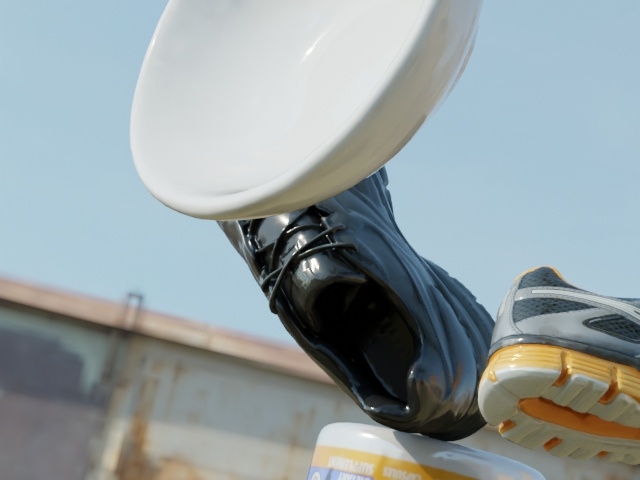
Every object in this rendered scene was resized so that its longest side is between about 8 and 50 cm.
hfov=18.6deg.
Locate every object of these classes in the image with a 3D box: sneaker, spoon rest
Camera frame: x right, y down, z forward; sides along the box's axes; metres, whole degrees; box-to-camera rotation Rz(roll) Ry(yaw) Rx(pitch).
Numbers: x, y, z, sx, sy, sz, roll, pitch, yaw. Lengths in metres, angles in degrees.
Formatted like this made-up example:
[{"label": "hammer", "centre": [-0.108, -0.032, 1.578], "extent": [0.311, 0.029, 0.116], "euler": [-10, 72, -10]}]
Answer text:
[{"label": "sneaker", "centre": [0.000, 0.000, 1.181], "extent": [0.286, 0.109, 0.130], "euler": [48, 16, 16]}, {"label": "sneaker", "centre": [0.179, 0.072, 0.961], "extent": [0.215, 0.083, 0.084], "euler": [21, -45, -18]}, {"label": "spoon rest", "centre": [0.025, -0.126, 0.599], "extent": [0.084, 0.276, 0.137], "euler": [40, -18, -32]}]

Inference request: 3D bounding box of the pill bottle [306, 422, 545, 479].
[{"label": "pill bottle", "centre": [0.041, 0.261, 1.217], "extent": [0.152, 0.272, 0.152], "euler": [13, -11, 2]}]
